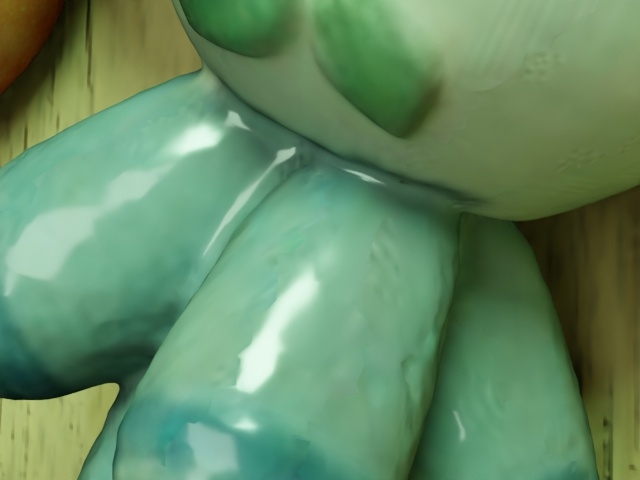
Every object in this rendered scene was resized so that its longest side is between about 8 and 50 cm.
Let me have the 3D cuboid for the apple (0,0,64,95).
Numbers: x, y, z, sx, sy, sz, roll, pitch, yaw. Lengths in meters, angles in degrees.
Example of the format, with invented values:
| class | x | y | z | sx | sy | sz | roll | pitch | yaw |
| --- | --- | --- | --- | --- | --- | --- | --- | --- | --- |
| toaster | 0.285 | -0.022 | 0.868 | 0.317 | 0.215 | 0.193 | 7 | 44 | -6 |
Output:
| class | x | y | z | sx | sy | sz | roll | pitch | yaw |
| --- | --- | --- | --- | --- | --- | --- | --- | --- | --- |
| apple | -0.187 | -0.118 | 0.834 | 0.163 | 0.139 | 0.163 | -4 | 82 | 32 |

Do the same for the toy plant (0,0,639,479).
| class | x | y | z | sx | sy | sz | roll | pitch | yaw |
| --- | --- | --- | --- | --- | --- | --- | --- | --- | --- |
| toy plant | 0.000 | 0.000 | 0.663 | 0.247 | 0.247 | 0.332 | 34 | 107 | 32 |
